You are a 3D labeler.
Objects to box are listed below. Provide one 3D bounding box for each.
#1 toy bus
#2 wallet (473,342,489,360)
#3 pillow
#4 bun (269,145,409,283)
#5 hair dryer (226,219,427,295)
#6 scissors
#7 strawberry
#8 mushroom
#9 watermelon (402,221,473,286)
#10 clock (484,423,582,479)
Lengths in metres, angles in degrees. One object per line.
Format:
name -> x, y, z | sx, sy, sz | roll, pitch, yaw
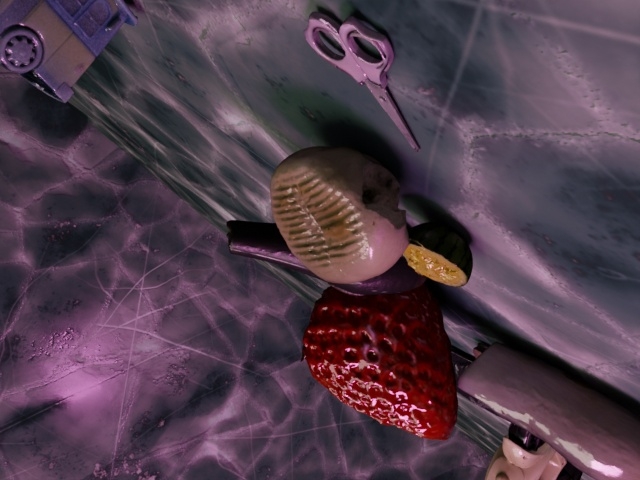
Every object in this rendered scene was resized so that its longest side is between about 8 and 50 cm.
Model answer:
toy bus -> -0.395, -0.338, 0.733 | 0.152, 0.190, 0.312 | 30, 167, 29
wallet -> 0.369, 0.270, 1.214 | 0.118, 0.039, 0.153 | 27, 160, 42
pillow -> 0.365, 0.330, 1.384 | 0.208, 0.055, 0.141 | 22, 135, 56
bun -> 0.035, -0.042, 0.753 | 0.193, 0.127, 0.179 | -10, 106, 57
hair dryer -> 0.000, 0.000, 1.006 | 0.303, 0.120, 0.359 | 6, -172, -6
scissors -> 0.055, -0.144, 0.578 | 0.100, 0.015, 0.189 | 23, 163, 44
strawberry -> 0.124, 0.187, 1.102 | 0.309, 0.292, 0.292 | 19, 166, 9
mushroom -> 0.421, 0.296, 0.959 | 0.397, 0.126, 0.177 | 27, 175, 42
watermelon -> 0.154, 0.013, 0.783 | 0.105, 0.062, 0.105 | 30, 162, 11
clock -> 0.504, 0.564, 1.430 | 0.379, 0.277, 0.120 | 41, 170, -38
